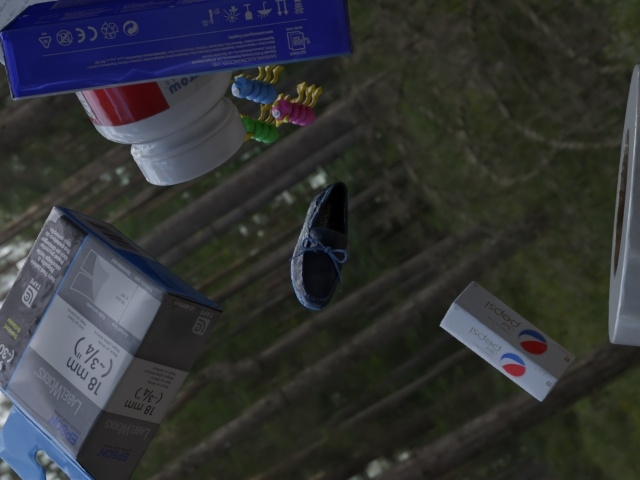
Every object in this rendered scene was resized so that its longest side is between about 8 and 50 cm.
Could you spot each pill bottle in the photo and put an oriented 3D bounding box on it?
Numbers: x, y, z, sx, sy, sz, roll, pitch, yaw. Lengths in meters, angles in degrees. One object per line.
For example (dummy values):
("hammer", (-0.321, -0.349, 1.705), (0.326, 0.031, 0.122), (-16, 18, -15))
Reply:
("pill bottle", (-0.270, -0.292, 2.000), (0.229, 0.229, 0.408), (-94, -20, -60))

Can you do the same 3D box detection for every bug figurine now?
("bug figurine", (-0.126, -0.220, 2.360), (0.216, 0.279, 0.072), (9, -109, -35))

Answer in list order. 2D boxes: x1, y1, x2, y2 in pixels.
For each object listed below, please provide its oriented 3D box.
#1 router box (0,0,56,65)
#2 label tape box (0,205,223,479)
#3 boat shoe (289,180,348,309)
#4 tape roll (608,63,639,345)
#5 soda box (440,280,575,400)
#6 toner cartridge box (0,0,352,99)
("router box", (-0.339, -0.400, 1.596), (0.301, 0.335, 0.082), (43, -152, 4))
("label tape box", (-0.296, 0.162, 1.649), (0.240, 0.334, 0.106), (33, -174, 38))
("boat shoe", (0.000, 0.000, 2.525), (0.109, 0.089, 0.258), (13, -123, -18))
("tape roll", (0.448, -0.048, 1.885), (0.392, 0.072, 0.392), (5, -90, -80))
("soda box", (0.313, 0.169, 2.300), (0.216, 0.069, 0.074), (37, -134, 13))
("toner cartridge box", (-0.143, -0.221, 1.433), (0.165, 0.347, 0.075), (-90, -7, -72))
